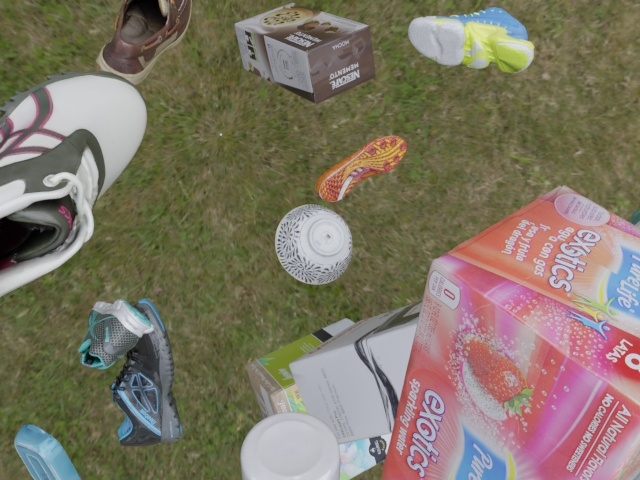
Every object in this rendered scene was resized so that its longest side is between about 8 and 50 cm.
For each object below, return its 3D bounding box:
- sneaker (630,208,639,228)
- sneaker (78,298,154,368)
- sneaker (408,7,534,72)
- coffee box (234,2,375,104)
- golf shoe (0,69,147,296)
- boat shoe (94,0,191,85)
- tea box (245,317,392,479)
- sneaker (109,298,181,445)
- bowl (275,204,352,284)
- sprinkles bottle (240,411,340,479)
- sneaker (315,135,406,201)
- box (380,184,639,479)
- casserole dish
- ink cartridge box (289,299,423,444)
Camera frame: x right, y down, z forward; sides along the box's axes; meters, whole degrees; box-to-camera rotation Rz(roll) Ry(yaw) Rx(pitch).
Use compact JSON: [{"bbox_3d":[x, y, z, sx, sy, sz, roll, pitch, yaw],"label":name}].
[{"bbox_3d":[0.606,-0.063,1.019,0.276,0.110,0.107,-19,106,15],"label":"sneaker"},{"bbox_3d":[-0.253,0.114,0.784,0.065,0.166,0.076,43,64,-12],"label":"sneaker"},{"bbox_3d":[0.290,-0.396,1.300,0.240,0.091,0.126,17,52,0],"label":"sneaker"},{"bbox_3d":[-0.037,-0.420,1.489,0.168,0.297,0.118,-28,130,-23],"label":"coffee box"},{"bbox_3d":[-0.190,-0.030,0.469,0.120,0.272,0.105,10,131,25],"label":"golf shoe"},{"bbox_3d":[-0.325,-0.440,1.308,0.123,0.341,0.123,28,138,-10],"label":"boat shoe"},{"bbox_3d":[0.020,0.435,1.784,0.324,0.220,0.328,-23,109,-17],"label":"tea box"},{"bbox_3d":[-0.387,0.295,1.462,0.140,0.125,0.340,-8,103,-17],"label":"sneaker"},{"bbox_3d":[0.000,0.000,1.365,0.170,0.080,0.170,4,77,-19],"label":"bowl"},{"bbox_3d":[-0.035,0.388,0.912,0.121,0.121,0.355,-6,128,-7],"label":"sprinkles bottle"},{"bbox_3d":[0.065,-0.130,1.151,0.175,0.067,0.064,-29,113,-4],"label":"sneaker"},{"bbox_3d":[0.156,0.135,0.494,0.142,0.154,0.299,-27,140,-32],"label":"box"},{"bbox_3d":[-0.520,0.426,1.285,0.114,0.037,0.188,9,128,28],"label":"casserole dish"},{"bbox_3d":[0.190,0.194,1.153,0.395,0.285,0.166,-24,87,33],"label":"ink cartridge box"}]
